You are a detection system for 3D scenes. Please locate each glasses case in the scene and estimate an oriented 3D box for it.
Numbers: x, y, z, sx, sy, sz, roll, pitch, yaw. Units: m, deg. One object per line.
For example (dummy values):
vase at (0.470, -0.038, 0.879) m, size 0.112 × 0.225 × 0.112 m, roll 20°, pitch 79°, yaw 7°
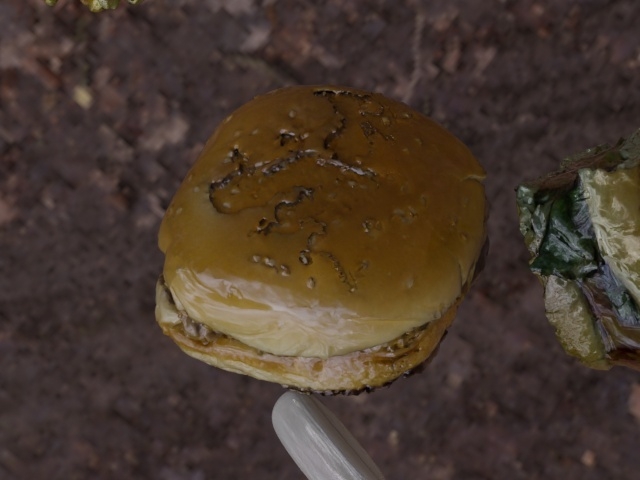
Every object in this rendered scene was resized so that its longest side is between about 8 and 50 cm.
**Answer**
glasses case at (0.015, 0.270, 2.162) m, size 0.204 × 0.051 × 0.081 m, roll 50°, pitch 129°, yaw 19°

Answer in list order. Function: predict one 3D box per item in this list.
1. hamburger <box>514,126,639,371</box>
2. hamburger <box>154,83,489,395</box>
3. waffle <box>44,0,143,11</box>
hamburger at (0.259, 0.016, 1.410) m, size 0.132 × 0.309 × 0.211 m, roll -21°, pitch 93°, yaw 20°
hamburger at (0.006, -0.004, 1.607) m, size 0.284 × 0.304 × 0.174 m, roll 15°, pitch 142°, yaw 15°
waffle at (-0.244, -0.291, 1.541) m, size 0.262 × 0.280 × 0.060 m, roll 33°, pitch 125°, yaw 5°
